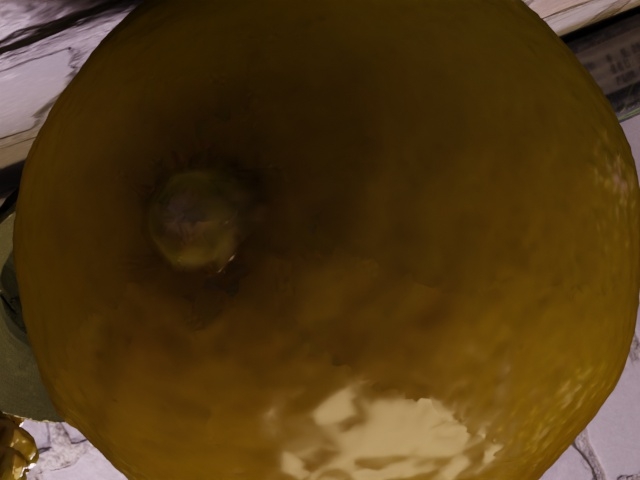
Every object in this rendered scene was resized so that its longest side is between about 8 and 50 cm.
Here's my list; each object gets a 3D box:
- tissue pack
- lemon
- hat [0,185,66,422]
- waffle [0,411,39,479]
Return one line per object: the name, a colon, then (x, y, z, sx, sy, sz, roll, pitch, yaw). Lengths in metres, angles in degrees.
tissue pack: (0.378, -0.213, 2.370, 0.394, 0.124, 0.288, -22, 180, -11)
lemon: (0.000, 0.000, 0.977, 0.364, 0.364, 0.364, -22, 178, -1)
hat: (-0.210, 0.018, 1.553, 0.257, 0.257, 0.130, -22, -140, -15)
waffle: (-0.407, 0.153, 1.715, 0.062, 0.329, 0.329, -58, 161, 24)
